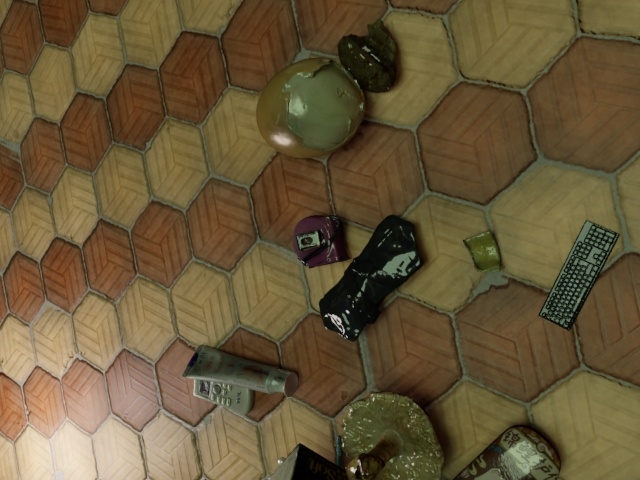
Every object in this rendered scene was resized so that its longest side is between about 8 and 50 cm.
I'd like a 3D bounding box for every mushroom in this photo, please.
[{"bbox_3d":[0.099,0.408,1.216,0.233,0.301,0.208,-36,48,29],"label":"mushroom"}]

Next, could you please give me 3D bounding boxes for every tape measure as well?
[{"bbox_3d":[0.000,0.000,1.360,0.125,0.074,0.118,-18,84,30],"label":"tape measure"}]

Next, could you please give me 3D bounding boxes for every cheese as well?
[{"bbox_3d":[0.317,0.030,1.181,0.060,0.041,0.084,-21,68,25],"label":"cheese"}]

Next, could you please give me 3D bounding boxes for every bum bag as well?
[{"bbox_3d":[0.106,0.086,1.303,0.137,0.074,0.310,51,117,30],"label":"bum bag"}]

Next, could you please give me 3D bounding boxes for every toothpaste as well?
[{"bbox_3d":[-0.206,0.328,1.522,0.323,0.066,0.100,6,55,31],"label":"toothpaste"}]

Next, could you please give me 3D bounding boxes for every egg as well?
[{"bbox_3d":[-0.031,-0.272,1.286,0.244,0.201,0.201,-9,89,44],"label":"egg"}]

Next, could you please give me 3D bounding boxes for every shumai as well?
[{"bbox_3d":[0.110,-0.373,1.263,0.139,0.105,0.123,60,164,24],"label":"shumai"}]

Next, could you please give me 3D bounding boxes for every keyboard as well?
[{"bbox_3d":[0.466,0.065,1.107,0.063,0.010,0.198,28,109,26],"label":"keyboard"}]

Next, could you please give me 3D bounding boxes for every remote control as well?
[{"bbox_3d":[-0.253,0.386,1.581,0.189,0.029,0.088,11,101,31],"label":"remote control"}]

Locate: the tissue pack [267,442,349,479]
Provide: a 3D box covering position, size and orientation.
[{"bbox_3d":[0.036,0.610,1.226,0.369,0.210,0.198,33,121,-8],"label":"tissue pack"}]

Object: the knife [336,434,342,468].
[{"bbox_3d":[0.044,0.496,1.415,0.014,0.005,0.091,1,94,34],"label":"knife"}]

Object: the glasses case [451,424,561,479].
[{"bbox_3d":[0.330,0.488,1.187,0.122,0.082,0.321,46,116,23],"label":"glasses case"}]

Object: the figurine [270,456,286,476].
[{"bbox_3d":[-0.034,0.625,1.410,0.257,0.144,0.182,60,140,11],"label":"figurine"}]
